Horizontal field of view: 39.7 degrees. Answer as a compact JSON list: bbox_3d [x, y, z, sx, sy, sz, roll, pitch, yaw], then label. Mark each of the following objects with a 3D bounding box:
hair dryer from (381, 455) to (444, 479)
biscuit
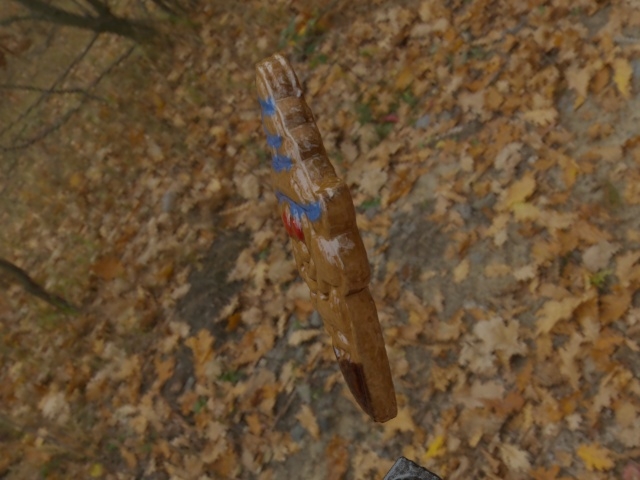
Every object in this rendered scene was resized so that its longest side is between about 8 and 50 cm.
[{"bbox_3d":[0.096,0.302,0.715,0.248,0.078,0.195,21,65,46],"label":"hair dryer"},{"bbox_3d":[0.000,0.000,0.647,0.043,0.280,0.183,-15,3,-7],"label":"biscuit"}]
